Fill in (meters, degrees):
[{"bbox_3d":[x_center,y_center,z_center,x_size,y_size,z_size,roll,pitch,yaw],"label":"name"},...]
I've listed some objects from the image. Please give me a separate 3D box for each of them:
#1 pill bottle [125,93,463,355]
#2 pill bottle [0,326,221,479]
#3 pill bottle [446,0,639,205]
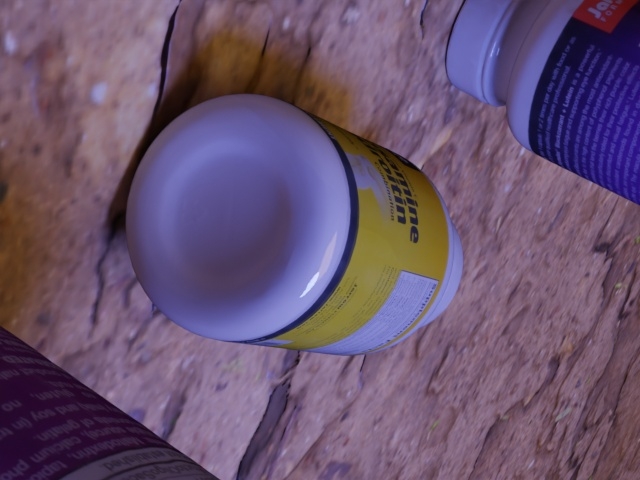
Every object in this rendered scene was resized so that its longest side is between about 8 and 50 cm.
[{"bbox_3d":[0.000,0.000,0.629,0.103,0.103,0.184,-63,154,6],"label":"pill bottle"},{"bbox_3d":[-0.074,0.147,0.422,0.169,0.301,0.169,-42,149,-32],"label":"pill bottle"},{"bbox_3d":[0.169,-0.080,0.743,0.108,0.193,0.108,-42,149,-33],"label":"pill bottle"}]
